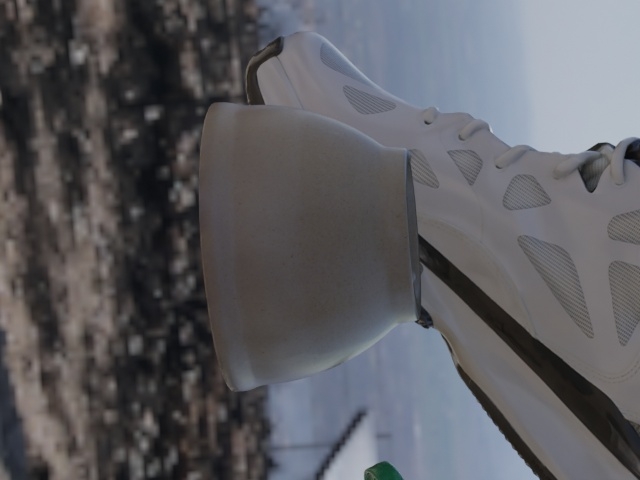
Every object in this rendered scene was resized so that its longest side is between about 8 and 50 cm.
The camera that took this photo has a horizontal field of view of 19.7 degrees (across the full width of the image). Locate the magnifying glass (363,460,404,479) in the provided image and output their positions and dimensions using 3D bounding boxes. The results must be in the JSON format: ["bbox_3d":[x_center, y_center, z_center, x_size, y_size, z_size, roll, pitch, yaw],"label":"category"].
[{"bbox_3d":[0.088,0.252,1.492,0.231,0.026,0.092,-134,-154,-63],"label":"magnifying glass"}]

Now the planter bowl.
[{"bbox_3d":[0.000,0.000,1.026,0.162,0.109,0.162,-4,90,-85],"label":"planter bowl"}]

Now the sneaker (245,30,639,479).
[{"bbox_3d":[0.161,-0.032,1.242,0.447,0.257,0.169,49,10,20],"label":"sneaker"}]
